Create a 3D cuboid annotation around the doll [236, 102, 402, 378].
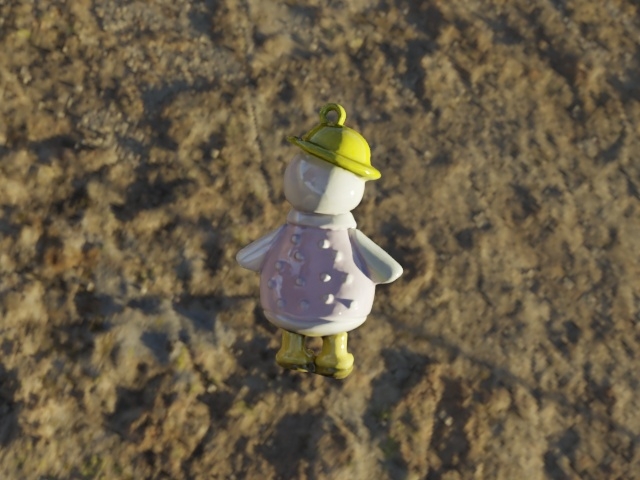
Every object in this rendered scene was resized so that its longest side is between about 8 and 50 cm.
[{"bbox_3d":[0.000,0.000,0.826,0.129,0.207,0.081,6,6,13],"label":"doll"}]
